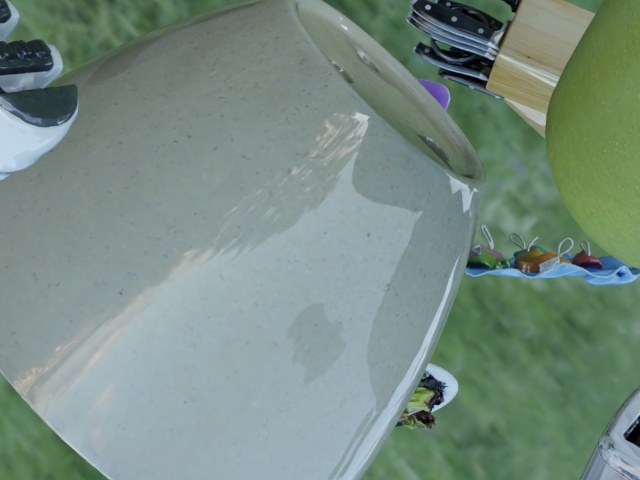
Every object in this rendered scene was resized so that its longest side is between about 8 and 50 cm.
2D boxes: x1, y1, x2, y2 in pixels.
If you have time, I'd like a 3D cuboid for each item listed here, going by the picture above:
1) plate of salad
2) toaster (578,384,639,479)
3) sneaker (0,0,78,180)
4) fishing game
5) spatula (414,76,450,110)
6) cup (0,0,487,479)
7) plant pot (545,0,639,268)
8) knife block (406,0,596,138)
[{"bbox_3d":[0.012,0.134,1.395,0.200,0.048,0.200,-3,156,-1],"label":"plate of salad"},{"bbox_3d":[0.354,0.241,1.847,0.227,0.129,0.146,-38,151,-38],"label":"toaster"},{"bbox_3d":[-0.237,-0.123,0.775,0.118,0.292,0.110,-44,164,23],"label":"sneaker"},{"bbox_3d":[0.161,0.010,1.370,0.264,0.041,0.189,1,-177,-13],"label":"fishing game"},{"bbox_3d":[0.000,0.000,1.294,0.296,0.084,0.030,-58,143,-19],"label":"spatula"},{"bbox_3d":[-0.038,-0.012,1.066,0.237,0.331,0.331,-45,166,17],"label":"cup"},{"bbox_3d":[0.253,-0.086,0.872,0.275,0.275,0.293,-32,180,-34],"label":"plant pot"},{"bbox_3d":[0.234,-0.200,1.803,0.242,0.276,0.088,38,69,-37],"label":"knife block"}]
